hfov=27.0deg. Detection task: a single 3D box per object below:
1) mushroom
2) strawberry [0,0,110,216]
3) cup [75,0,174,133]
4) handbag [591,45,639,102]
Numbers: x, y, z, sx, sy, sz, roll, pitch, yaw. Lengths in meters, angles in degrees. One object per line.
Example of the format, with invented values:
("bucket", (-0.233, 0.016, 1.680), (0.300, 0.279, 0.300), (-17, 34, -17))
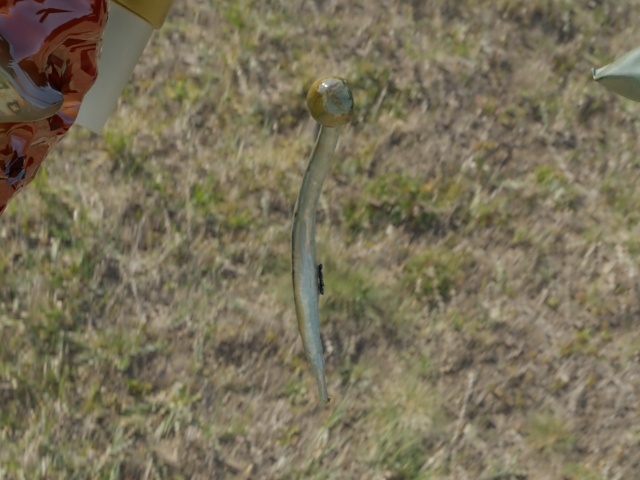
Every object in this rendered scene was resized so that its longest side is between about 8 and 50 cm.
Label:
("mushroom", (-0.003, 0.000, 1.115), (0.043, 0.306, 0.068), (3, 32, -2))
("strawberry", (-0.242, -0.129, 0.396), (0.312, 0.267, 0.351), (-9, 40, -28))
("cup", (-0.160, -0.202, 0.679), (0.241, 0.185, 0.226), (34, 91, -8))
("handbag", (0.427, -0.145, 1.106), (0.253, 0.315, 0.109), (-6, 90, -41))
